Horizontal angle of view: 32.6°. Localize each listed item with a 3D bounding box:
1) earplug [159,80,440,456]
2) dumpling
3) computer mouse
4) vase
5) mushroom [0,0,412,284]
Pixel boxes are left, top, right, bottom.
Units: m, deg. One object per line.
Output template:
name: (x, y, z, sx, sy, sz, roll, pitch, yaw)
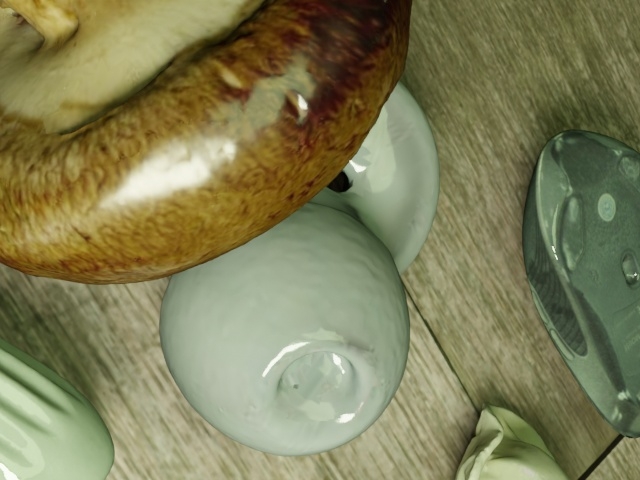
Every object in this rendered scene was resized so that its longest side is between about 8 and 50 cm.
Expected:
earplug: (-0.006, 0.004, 0.818, 0.214, 0.175, 0.325, 25, 58, -22)
dumpling: (0.165, 0.203, 0.940, 0.169, 0.100, 0.134, 13, 61, -32)
computer mouse: (0.277, 0.075, 1.038, 0.167, 0.090, 0.379, -29, 103, -32)
vase: (-0.253, 0.096, 0.685, 0.248, 0.128, 0.128, 41, 63, -10)
mushroom: (-0.096, -0.129, 0.718, 0.239, 0.345, 0.345, 25, 63, -69)
